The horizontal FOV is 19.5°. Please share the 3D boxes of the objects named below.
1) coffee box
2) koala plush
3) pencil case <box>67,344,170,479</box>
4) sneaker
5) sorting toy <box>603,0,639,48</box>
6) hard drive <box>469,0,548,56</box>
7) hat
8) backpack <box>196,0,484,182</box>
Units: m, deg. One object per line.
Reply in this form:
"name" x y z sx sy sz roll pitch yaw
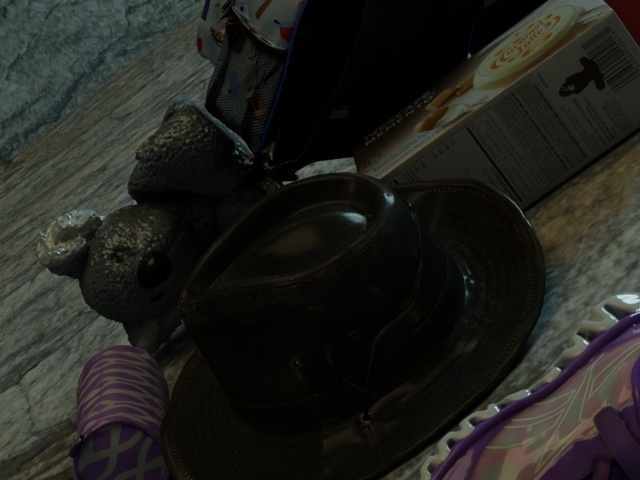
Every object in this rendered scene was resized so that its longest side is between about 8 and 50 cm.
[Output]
"coffee box" 0.154 -0.097 1.553 0.246 0.098 0.141 -35 17 9
"koala plush" -0.146 -0.006 1.794 0.221 0.196 0.203 -47 21 3
"pencil case" -0.170 0.159 1.589 0.088 0.086 0.206 -63 11 13
"sneaker" 0.144 0.121 1.019 0.236 0.095 0.104 -43 25 -20
"sorting toy" 0.364 -0.273 1.574 0.126 0.127 0.365 -21 -6 -38
"hard drive" 0.289 -0.333 1.919 0.237 0.064 0.339 -32 15 47
"hat" -0.009 0.044 1.364 0.331 0.134 0.331 -25 38 22
"backpack" 0.028 -0.213 1.678 0.276 0.213 0.263 -16 -38 -41
